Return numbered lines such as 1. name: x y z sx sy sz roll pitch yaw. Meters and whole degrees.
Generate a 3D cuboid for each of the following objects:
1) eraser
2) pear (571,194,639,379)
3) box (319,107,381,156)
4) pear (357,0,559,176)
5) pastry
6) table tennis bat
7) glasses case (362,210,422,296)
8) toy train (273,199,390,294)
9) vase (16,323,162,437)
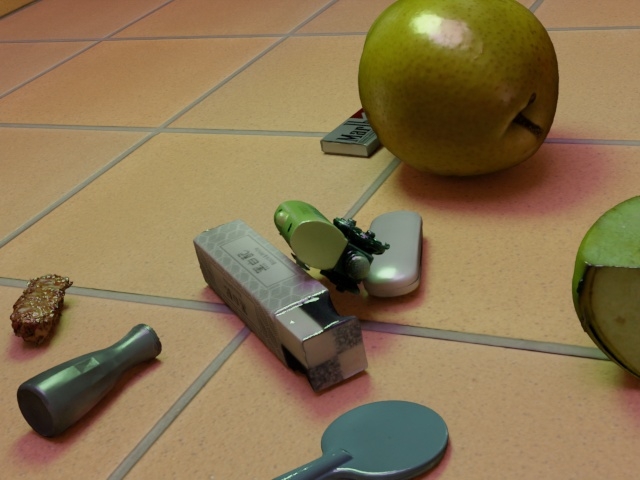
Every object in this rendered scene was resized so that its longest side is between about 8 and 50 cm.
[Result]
1. eraser: -0.071 0.086 1.502 0.096 0.098 0.404 -23 29 -19
2. pear: 0.477 0.051 1.294 0.287 0.176 0.282 3 29 16
3. box: 0.093 -0.228 2.093 0.115 0.035 0.177 9 34 33
4. pear: 0.243 -0.293 1.822 0.362 0.362 0.418 -21 35 -18
5. pastry: -0.459 0.114 1.636 0.087 0.063 0.169 0 23 2
6. table tennis bat: 0.043 0.258 1.207 0.244 0.040 0.153 -22 29 -28
7. glasses case: 0.118 0.018 1.600 0.092 0.059 0.233 -8 29 11
8. toy train: 0.000 0.000 1.517 0.157 0.105 0.253 28 5 -13
9. vase: -0.322 0.191 1.425 0.086 0.086 0.214 12 31 36
